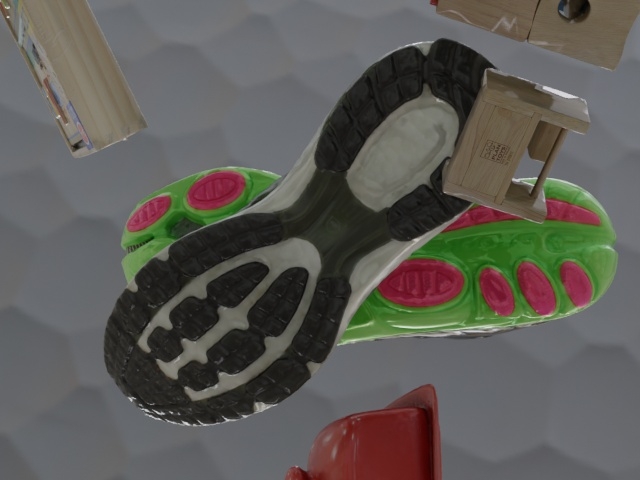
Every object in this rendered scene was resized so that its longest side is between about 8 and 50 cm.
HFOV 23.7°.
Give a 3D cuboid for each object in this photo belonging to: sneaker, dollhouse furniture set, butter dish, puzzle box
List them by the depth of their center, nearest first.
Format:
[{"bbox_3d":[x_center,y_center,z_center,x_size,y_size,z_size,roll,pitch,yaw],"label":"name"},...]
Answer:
[{"bbox_3d":[0.123,-0.136,1.042,0.129,0.129,0.183,-84,13,-60],"label":"dollhouse furniture set"},{"bbox_3d":[0.000,0.000,1.248,0.410,0.158,0.182,-40,0,13],"label":"sneaker"},{"bbox_3d":[0.028,0.205,1.248,0.160,0.118,0.160,133,140,-64],"label":"butter dish"},{"bbox_3d":[-0.260,-0.208,1.432,0.272,0.052,0.409,64,170,-6],"label":"puzzle box"},{"bbox_3d":[0.042,0.036,1.497,0.202,0.483,0.185,75,-161,-75],"label":"sneaker"}]
